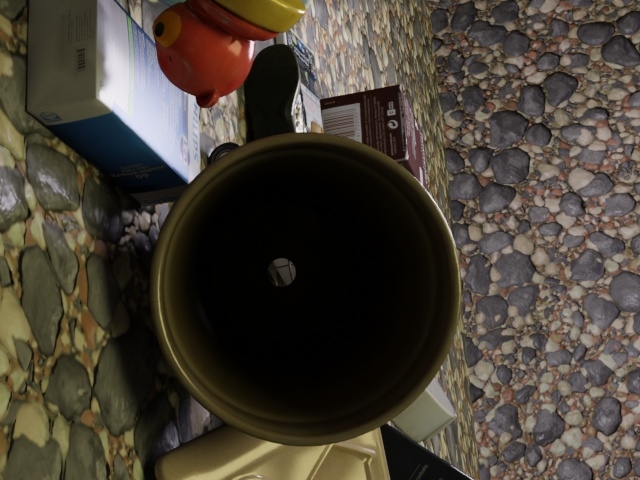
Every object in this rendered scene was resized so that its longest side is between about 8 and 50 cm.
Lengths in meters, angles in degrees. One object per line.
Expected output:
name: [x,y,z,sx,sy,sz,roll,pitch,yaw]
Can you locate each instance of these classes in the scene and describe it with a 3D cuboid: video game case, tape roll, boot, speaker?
video game case: [-0.038,-0.281,2.070,0.190,0.022,0.173,29,53,-71]
tape roll: [0.060,0.125,1.721,0.392,0.072,0.392,52,4,-5]
boot: [-0.053,-0.169,1.823,0.178,0.085,0.236,61,23,-64]
speaker: [-0.105,-0.082,1.599,0.136,0.055,0.055,50,33,-63]

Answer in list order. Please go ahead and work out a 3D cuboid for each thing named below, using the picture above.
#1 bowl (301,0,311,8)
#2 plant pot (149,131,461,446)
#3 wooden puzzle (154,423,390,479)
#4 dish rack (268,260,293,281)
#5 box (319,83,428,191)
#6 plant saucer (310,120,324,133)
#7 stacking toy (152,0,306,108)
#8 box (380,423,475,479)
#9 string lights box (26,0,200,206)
bowl: [-0.123,-0.435,1.557,0.289,0.156,0.289,-10,90,-75]
plant pot: [-0.029,0.046,1.316,0.280,0.323,0.323,-164,-116,-83]
wooden puzzle: [-0.035,0.357,1.326,0.322,0.081,0.347,-21,98,-45]
dish rack: [0.000,0.000,1.520,0.074,0.272,0.208,82,-3,-75]
box: [0.105,-0.172,2.256,0.203,0.167,0.168,53,30,-61]
plant saucer: [-0.001,-0.147,1.818,0.083,0.015,0.083,-8,90,-84]
stacking toy: [-0.189,-0.270,1.130,0.280,0.130,0.309,22,21,-32]
box: [0.179,0.440,1.601,0.212,0.396,0.293,-56,154,-9]
string lights box: [-0.204,-0.144,1.204,0.259,0.077,0.133,49,34,-64]
